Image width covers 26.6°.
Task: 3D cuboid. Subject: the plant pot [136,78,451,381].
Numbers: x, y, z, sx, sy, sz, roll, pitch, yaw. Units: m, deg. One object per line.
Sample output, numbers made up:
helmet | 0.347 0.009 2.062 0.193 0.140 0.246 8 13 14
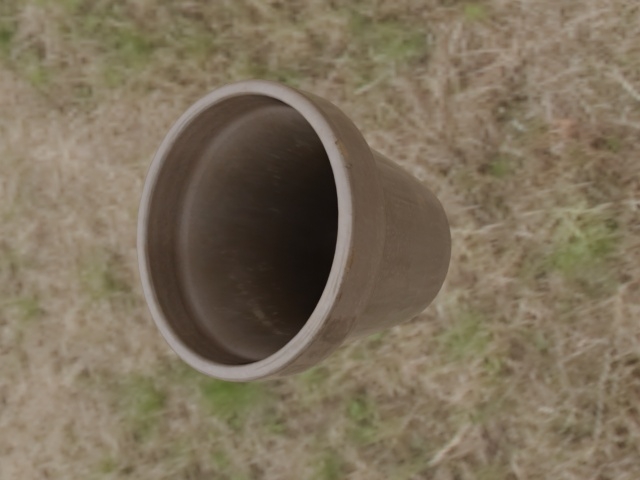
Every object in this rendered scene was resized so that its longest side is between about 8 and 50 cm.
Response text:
plant pot | 0.000 0.000 1.245 0.263 0.229 0.263 -7 79 41
